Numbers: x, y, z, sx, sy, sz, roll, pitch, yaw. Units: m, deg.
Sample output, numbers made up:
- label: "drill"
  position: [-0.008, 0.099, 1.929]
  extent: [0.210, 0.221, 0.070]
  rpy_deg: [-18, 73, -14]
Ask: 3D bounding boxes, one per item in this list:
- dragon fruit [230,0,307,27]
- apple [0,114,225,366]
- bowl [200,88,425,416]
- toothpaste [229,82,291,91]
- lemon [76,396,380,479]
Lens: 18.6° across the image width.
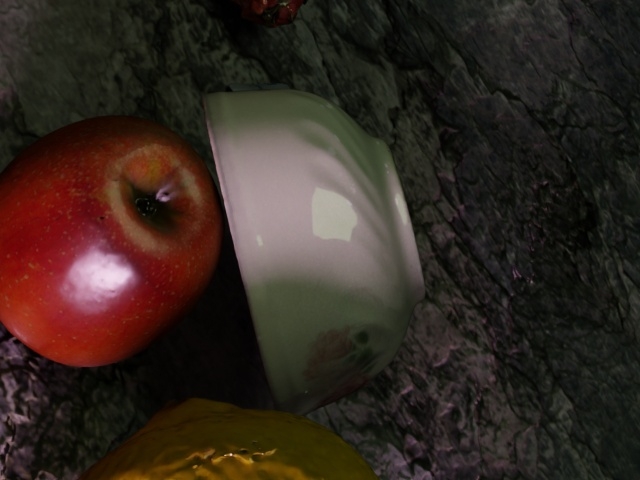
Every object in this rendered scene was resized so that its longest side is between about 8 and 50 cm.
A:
- label: "dragon fruit"
  position: [-0.052, -0.247, 1.850]
  extent: [0.086, 0.081, 0.116]
  rpy_deg: [37, 13, -22]
- label: "apple"
  position: [-0.166, 0.001, 1.475]
  extent: [0.181, 0.168, 0.181]
  rpy_deg: [19, 60, -36]
- label: "bowl"
  position: [0.000, 0.000, 1.575]
  extent: [0.277, 0.145, 0.277]
  rpy_deg: [165, -90, -87]
- label: "toothpaste"
  position: [-0.006, -0.050, 1.797]
  extent: [0.089, 0.057, 0.234]
  rpy_deg: [-5, 64, -53]
- label: "lemon"
  position: [-0.064, 0.250, 1.340]
  extent: [0.293, 0.293, 0.293]
  rpy_deg: [29, 47, -36]
